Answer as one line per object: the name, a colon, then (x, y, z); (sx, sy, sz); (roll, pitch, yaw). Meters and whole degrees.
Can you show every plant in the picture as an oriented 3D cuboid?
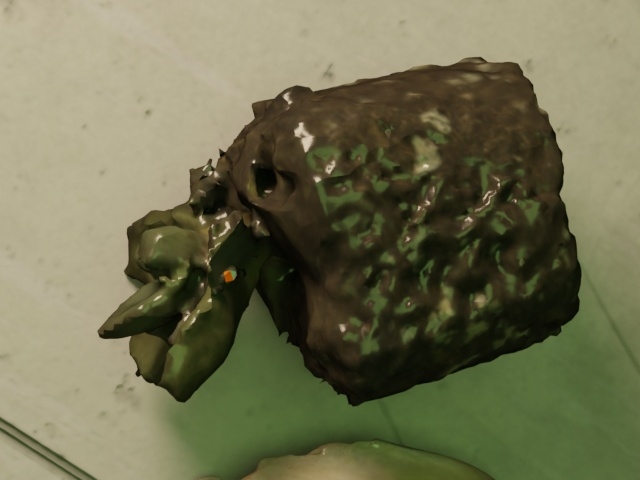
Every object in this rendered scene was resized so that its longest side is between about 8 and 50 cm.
plant: (0.000, 0.000, 1.065); (0.312, 0.215, 0.213); (-9, 96, -8)

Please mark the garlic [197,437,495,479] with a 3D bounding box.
garlic: (0.013, 0.246, 1.126); (0.228, 0.110, 0.217); (16, 91, -11)
